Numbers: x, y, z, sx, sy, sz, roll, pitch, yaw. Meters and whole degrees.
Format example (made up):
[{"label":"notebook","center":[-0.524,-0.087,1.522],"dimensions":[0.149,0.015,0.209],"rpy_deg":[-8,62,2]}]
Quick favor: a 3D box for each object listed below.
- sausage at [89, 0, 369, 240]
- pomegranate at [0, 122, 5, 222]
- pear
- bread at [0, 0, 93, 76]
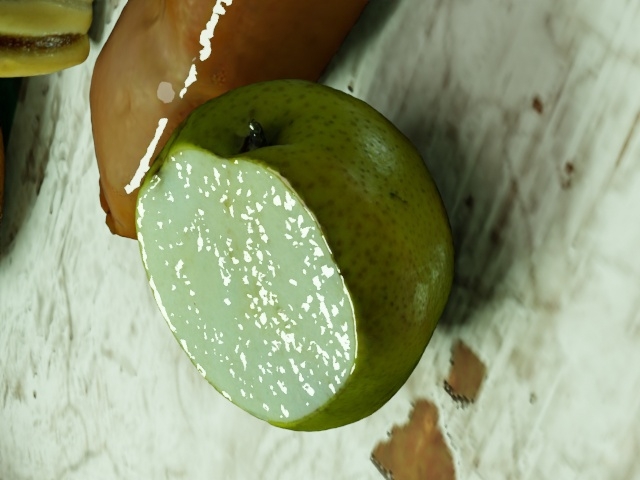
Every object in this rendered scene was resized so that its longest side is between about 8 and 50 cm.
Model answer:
[{"label":"sausage","center":[-0.019,-0.130,0.675],"dimensions":[0.348,0.094,0.097],"rpy_deg":[-60,33,40]},{"label":"pomegranate","center":[-0.318,-0.050,0.964],"dimensions":[0.264,0.264,0.264],"rpy_deg":[6,97,54]},{"label":"pear","center":[0.000,0.000,0.651],"dimensions":[0.141,0.104,0.141],"rpy_deg":[29,135,33]},{"label":"bread","center":[-0.205,-0.169,0.913],"dimensions":[0.200,0.116,0.077],"rpy_deg":[54,131,37]}]
